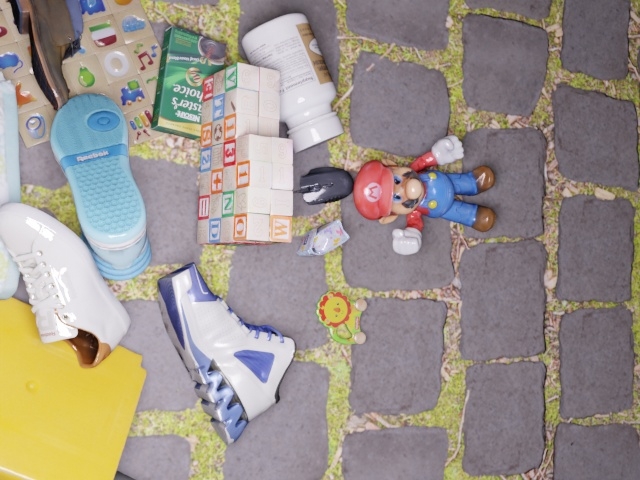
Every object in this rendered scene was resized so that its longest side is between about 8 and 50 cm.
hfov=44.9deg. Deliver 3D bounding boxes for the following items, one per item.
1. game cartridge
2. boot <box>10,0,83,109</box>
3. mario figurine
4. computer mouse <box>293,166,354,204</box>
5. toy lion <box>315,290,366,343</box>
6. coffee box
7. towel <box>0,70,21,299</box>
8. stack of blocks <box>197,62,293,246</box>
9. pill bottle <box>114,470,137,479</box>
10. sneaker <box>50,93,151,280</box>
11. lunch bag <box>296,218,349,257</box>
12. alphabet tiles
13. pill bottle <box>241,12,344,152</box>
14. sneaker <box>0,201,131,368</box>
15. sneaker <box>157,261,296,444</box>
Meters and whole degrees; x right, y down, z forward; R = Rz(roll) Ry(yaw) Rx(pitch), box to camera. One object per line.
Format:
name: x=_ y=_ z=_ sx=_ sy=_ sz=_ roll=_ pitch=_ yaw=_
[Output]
game cartridge: x=-0.442 y=0.233 z=1.171 sx=0.323 sy=0.053 sz=0.285 roll=29 pitch=37 yaw=-18
boot: x=-0.426 y=-0.322 z=1.273 sx=0.106 sy=0.082 sz=0.219 roll=-17 pitch=79 yaw=-28
mario figurine: x=0.212 y=-0.087 z=1.480 sx=0.320 sy=0.170 sz=0.198 roll=1 pitch=50 yaw=-30
computer mouse: x=-0.044 y=-0.094 z=1.450 sx=0.242 sy=0.041 sz=0.071 roll=-13 pitch=91 yaw=-22
toy lion: x=0.037 y=0.146 z=1.468 sx=0.096 sy=0.034 sz=0.100 roll=3 pitch=84 yaw=-15
coffee box: x=-0.233 y=-0.275 z=1.381 sx=0.113 sy=0.040 sz=0.184 roll=13 pitch=80 yaw=-33
towel: x=-0.592 y=-0.102 z=1.116 sx=0.320 sy=0.090 sz=0.375 roll=8 pitch=72 yaw=-53
stack of blocks: x=-0.129 y=-0.142 z=1.318 sx=0.087 sy=0.171 sz=0.297 roll=4 pitch=85 yaw=-36
pill bottle: x=-0.337 y=0.446 z=1.212 sx=0.283 sy=0.161 sz=0.161 roll=32 pitch=74 yaw=-17
sneaker: x=-0.361 y=-0.073 z=1.279 sx=0.127 sy=0.208 sz=0.319 roll=-10 pitch=57 yaw=-15
lunch bag: x=0.000 y=0.000 z=1.442 sx=0.083 sy=0.071 sz=0.053 roll=-34 pitch=96 yaw=-20
alphabet tiles: x=-0.417 y=-0.312 z=1.336 sx=0.285 sy=0.011 sz=0.343 roll=-25 pitch=95 yaw=-22
pill bottle: x=-0.044 y=-0.285 z=1.420 sx=0.131 sy=0.131 sz=0.229 roll=-24 pitch=94 yaw=-22
sneaker: x=-0.398 y=0.076 z=1.167 sx=0.290 sy=0.105 sz=0.123 roll=58 pitch=35 yaw=-29
sneaker: x=-0.150 y=0.173 z=1.347 sx=0.182 sy=0.127 sz=0.316 roll=-25 pitch=101 yaw=-26
